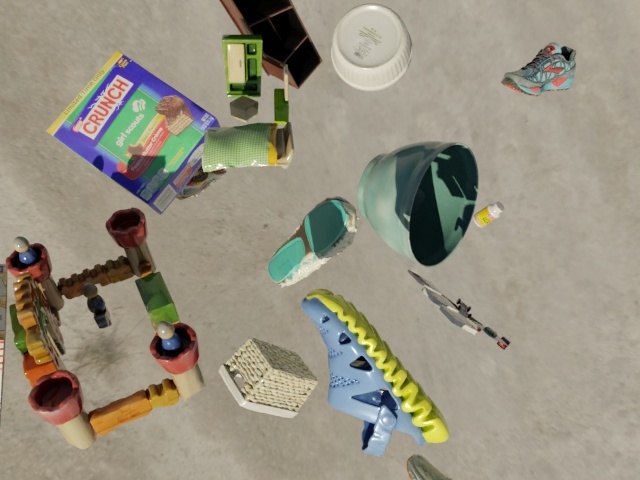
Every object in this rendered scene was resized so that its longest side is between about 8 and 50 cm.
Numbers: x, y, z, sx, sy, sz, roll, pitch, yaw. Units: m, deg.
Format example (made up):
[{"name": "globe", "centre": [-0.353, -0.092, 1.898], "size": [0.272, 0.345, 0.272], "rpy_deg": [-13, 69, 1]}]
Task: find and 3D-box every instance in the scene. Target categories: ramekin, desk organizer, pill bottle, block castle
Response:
[{"name": "ramekin", "centre": [0.125, -0.486, 1.667], "size": [0.207, 0.109, 0.207], "rpy_deg": [-1, 85, 7]}, {"name": "desk organizer", "centre": [-0.049, -0.216, 0.679], "size": [0.050, 0.130, 0.047], "rpy_deg": [35, 81, 32]}, {"name": "pill bottle", "centre": [0.459, -0.073, 1.822], "size": [0.043, 0.043, 0.083], "rpy_deg": [51, 134, 1]}, {"name": "block castle", "centre": [-0.430, 0.139, 1.303], "size": [0.303, 0.213, 0.453], "rpy_deg": [-22, 45, -14]}]

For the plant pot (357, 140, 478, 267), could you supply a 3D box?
[{"name": "plant pot", "centre": [0.212, -0.104, 1.577], "size": [0.196, 0.293, 0.293], "rpy_deg": [21, 90, 37]}]

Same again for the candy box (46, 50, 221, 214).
[{"name": "candy box", "centre": [-0.442, -0.263, 1.630], "size": [0.317, 0.122, 0.268], "rpy_deg": [35, 80, 10]}]

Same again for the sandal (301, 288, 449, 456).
[{"name": "sandal", "centre": [0.064, 0.218, 1.052], "size": [0.138, 0.126, 0.317], "rpy_deg": [-36, 93, 5]}]

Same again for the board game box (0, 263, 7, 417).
[{"name": "board game box", "centre": [-0.459, 0.141, 0.924], "size": [0.045, 0.193, 0.146], "rpy_deg": [3, 116, -25]}]

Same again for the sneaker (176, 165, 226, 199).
[{"name": "sneaker", "centre": [-0.337, -0.173, 1.829], "size": [0.088, 0.225, 0.092], "rpy_deg": [42, 116, 4]}]

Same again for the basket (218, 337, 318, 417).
[{"name": "basket", "centre": [-0.102, 0.278, 1.367], "size": [0.103, 0.167, 0.113], "rpy_deg": [-52, 47, 8]}]

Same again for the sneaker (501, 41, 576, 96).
[{"name": "sneaker", "centre": [0.573, -0.457, 1.753], "size": [0.104, 0.262, 0.125], "rpy_deg": [37, 132, 39]}]

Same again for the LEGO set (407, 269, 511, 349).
[{"name": "LEGO set", "centre": [0.288, 0.163, 1.384], "size": [0.244, 0.182, 0.060], "rpy_deg": [27, 105, -36]}]

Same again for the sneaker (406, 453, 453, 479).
[{"name": "sneaker", "centre": [0.251, 0.433, 1.074], "size": [0.121, 0.099, 0.262], "rpy_deg": [-39, 59, -11]}]

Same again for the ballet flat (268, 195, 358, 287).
[{"name": "ballet flat", "centre": [0.000, 0.000, 1.814], "size": [0.147, 0.409, 0.147], "rpy_deg": [17, 56, -28]}]

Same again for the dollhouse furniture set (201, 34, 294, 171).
[{"name": "dollhouse furniture set", "centre": [-0.063, -0.124, 0.586], "size": [0.076, 0.151, 0.058], "rpy_deg": [-1, 129, -5]}]
